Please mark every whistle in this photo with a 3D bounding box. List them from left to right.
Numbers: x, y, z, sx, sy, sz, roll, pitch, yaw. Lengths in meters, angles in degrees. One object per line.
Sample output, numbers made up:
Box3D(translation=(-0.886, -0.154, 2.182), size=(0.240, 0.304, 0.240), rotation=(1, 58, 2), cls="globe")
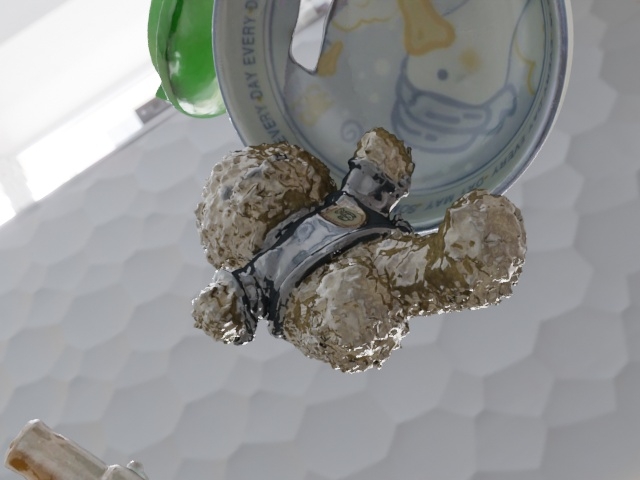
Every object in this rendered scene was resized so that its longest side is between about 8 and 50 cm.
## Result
Box3D(translation=(-0.115, 0.195, 0.651), size=(0.220, 0.107, 0.057), rotation=(35, 134, -2), cls="whistle")

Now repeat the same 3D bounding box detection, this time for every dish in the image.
Box3D(translation=(0.065, -0.151, 0.718), size=(0.273, 0.273, 0.134), rotation=(55, -149, 4), cls="dish")

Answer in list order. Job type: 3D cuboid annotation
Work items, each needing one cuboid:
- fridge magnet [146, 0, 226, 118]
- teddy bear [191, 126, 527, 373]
Box3D(translation=(-0.114, -0.235, 1.031), size=(0.088, 0.208, 0.208), rotation=(22, 161, 23), cls="fridge magnet")
Box3D(translation=(0.006, 0.017, 0.611), size=(0.251, 0.182, 0.129), rotation=(35, 148, 49), cls="teddy bear")
